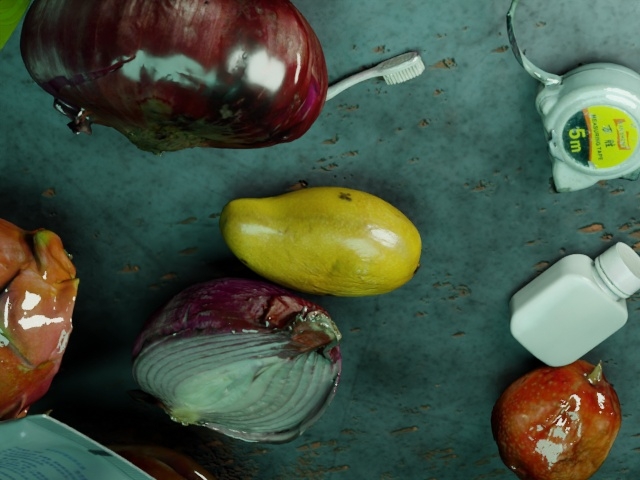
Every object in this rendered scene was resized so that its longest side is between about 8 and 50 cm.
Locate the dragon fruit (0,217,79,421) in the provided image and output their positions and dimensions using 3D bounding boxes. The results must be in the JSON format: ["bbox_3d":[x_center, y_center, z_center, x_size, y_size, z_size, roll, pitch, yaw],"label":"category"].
[{"bbox_3d":[-0.410,0.106,1.937,0.189,0.290,0.290,20,124,-15],"label":"dragon fruit"}]

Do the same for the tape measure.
[{"bbox_3d":[0.311,-0.207,1.759,0.164,0.084,0.330,-10,125,9],"label":"tape measure"}]

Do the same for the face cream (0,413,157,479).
[{"bbox_3d":[-0.429,0.312,1.943,0.420,0.137,0.235,-15,140,32],"label":"face cream"}]

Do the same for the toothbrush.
[{"bbox_3d":[-0.015,-0.170,1.851,0.307,0.025,0.029,-18,130,16],"label":"toothbrush"}]

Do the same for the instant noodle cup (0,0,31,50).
[{"bbox_3d":[-0.447,-0.292,1.672,0.200,0.264,0.264,34,121,-26],"label":"instant noodle cup"}]

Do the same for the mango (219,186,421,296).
[{"bbox_3d":[0.002,-0.003,1.920,0.262,0.109,0.157,13,137,5],"label":"mango"}]

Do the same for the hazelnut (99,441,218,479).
[{"bbox_3d":[-0.307,0.497,2.136,0.429,0.402,0.402,-19,122,31],"label":"hazelnut"}]

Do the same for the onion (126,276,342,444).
[{"bbox_3d":[-0.075,0.121,1.959,0.267,0.159,0.349,32,137,-29],"label":"onion"}]

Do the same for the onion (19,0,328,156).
[{"bbox_3d":[-0.155,-0.236,1.680,0.348,0.347,0.285,10,82,-2],"label":"onion"}]

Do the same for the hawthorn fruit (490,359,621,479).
[{"bbox_3d":[0.325,0.255,2.043,0.179,0.173,0.173,-20,121,19],"label":"hawthorn fruit"}]

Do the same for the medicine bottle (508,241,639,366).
[{"bbox_3d":[0.342,0.080,1.971,0.119,0.069,0.183,38,121,-19],"label":"medicine bottle"}]
